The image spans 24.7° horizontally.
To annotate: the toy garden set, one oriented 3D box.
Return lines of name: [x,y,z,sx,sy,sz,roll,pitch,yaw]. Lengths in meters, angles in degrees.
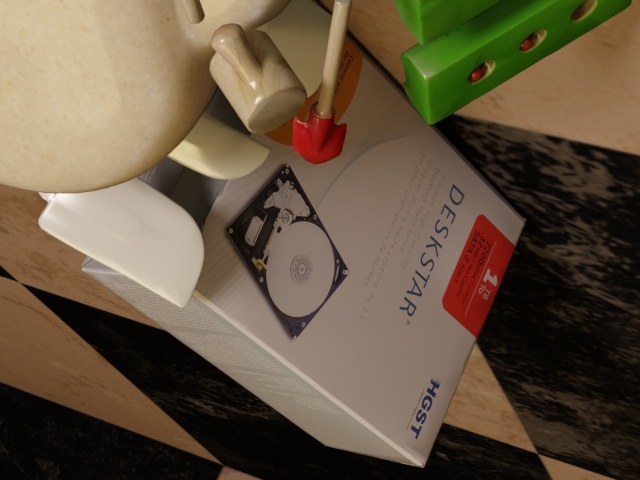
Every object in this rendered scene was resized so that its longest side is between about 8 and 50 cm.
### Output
toy garden set: [0.026,-0.118,0.534,0.049,0.204,0.244,56,172,23]

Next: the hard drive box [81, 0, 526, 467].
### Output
hard drive box: [0.000,0.000,0.864,0.089,0.181,0.232,5,153,45]

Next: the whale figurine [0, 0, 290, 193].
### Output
whale figurine: [-0.106,-0.150,0.593,0.216,0.141,0.272,19,131,3]

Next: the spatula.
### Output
spatula: [-0.128,-0.098,0.716,0.242,0.168,0.019,31,-173,-5]
